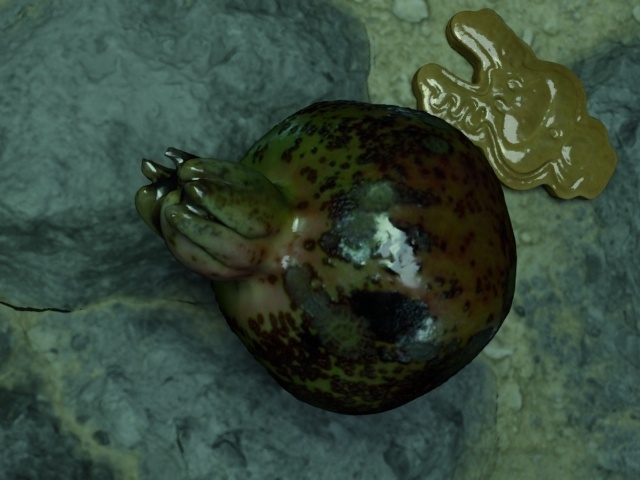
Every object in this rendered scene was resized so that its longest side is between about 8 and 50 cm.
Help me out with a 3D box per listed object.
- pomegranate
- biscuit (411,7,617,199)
[{"bbox_3d":[0.000,0.000,0.983,0.341,0.285,0.285,14,81,-44],"label":"pomegranate"},{"bbox_3d":[0.208,-0.130,1.210,0.236,0.040,0.144,36,83,-8],"label":"biscuit"}]
